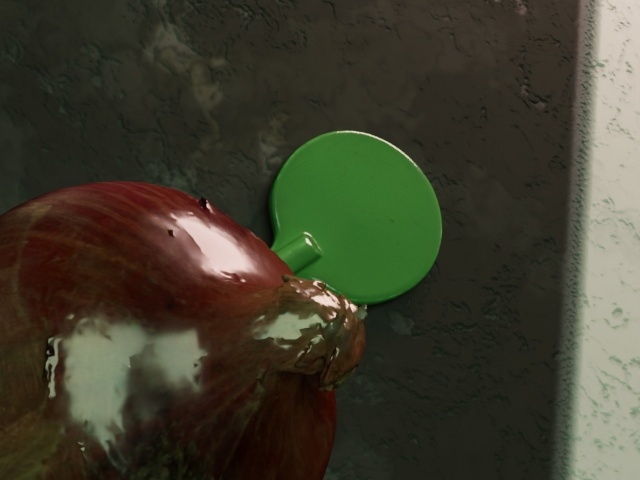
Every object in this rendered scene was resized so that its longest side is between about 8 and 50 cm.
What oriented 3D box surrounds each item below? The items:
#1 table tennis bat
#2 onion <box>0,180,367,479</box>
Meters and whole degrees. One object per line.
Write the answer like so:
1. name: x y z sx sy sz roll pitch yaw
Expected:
1. table tennis bat: 0.000 0.000 1.710 0.257 0.039 0.160 -33 86 -33
2. onion: -0.141 0.131 1.476 0.353 0.353 0.354 7 69 -19
